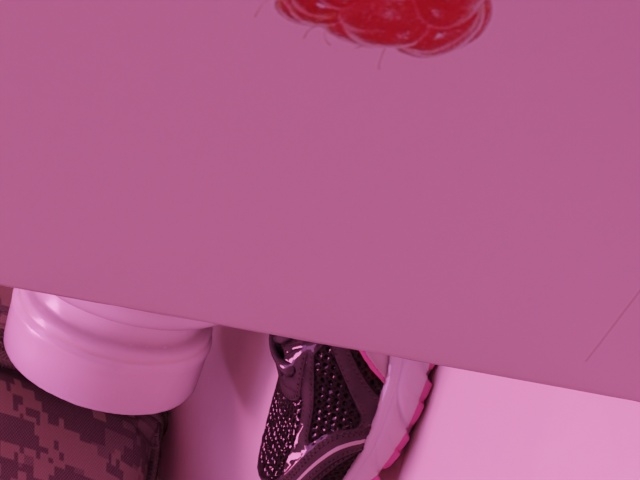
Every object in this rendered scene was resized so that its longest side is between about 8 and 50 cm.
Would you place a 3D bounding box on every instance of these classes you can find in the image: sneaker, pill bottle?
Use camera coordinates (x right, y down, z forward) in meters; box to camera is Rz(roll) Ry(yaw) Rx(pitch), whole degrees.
[{"bbox_3d":[0.000,0.000,0.568,0.072,0.077,0.178,-136,59,-67],"label":"sneaker"},{"bbox_3d":[-0.064,-0.037,0.702,0.117,0.117,0.208,-115,40,-58],"label":"pill bottle"}]

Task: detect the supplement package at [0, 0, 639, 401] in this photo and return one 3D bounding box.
[{"bbox_3d":[-0.028,-0.102,0.379,0.175,0.293,0.177,-101,29,-46],"label":"supplement package"}]

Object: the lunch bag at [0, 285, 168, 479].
[{"bbox_3d":[-0.219,0.146,0.831,0.305,0.212,0.256,-40,42,36],"label":"lunch bag"}]
